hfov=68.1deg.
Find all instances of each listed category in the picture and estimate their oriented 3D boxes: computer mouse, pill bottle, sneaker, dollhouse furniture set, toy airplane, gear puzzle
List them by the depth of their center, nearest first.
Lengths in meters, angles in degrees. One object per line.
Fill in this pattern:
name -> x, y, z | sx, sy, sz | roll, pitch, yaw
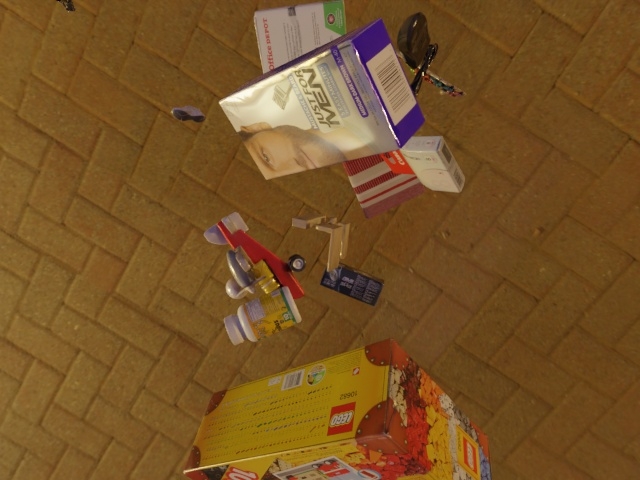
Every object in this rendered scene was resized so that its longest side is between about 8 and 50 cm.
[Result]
computer mouse -> 0.233, -0.481, 1.261 | 0.060, 0.262, 0.184 | 27, 100, 21
dollhouse furniture set -> 0.000, 0.000, 1.390 | 0.151, 0.144, 0.123 | 13, 107, 27
pill bottle -> -0.172, 0.227, 1.399 | 0.209, 0.117, 0.117 | -23, 100, -6
gear puzzle -> 0.330, -0.579, 1.618 | 0.339, 0.176, 0.044 | 44, 116, 28
toy airplane -> -0.274, 0.083, 1.750 | 0.384, 0.386, 0.272 | 33, 87, 38
sneaker -> -0.559, -0.535, 1.983 | 0.054, 0.152, 0.061 | -41, 66, 33

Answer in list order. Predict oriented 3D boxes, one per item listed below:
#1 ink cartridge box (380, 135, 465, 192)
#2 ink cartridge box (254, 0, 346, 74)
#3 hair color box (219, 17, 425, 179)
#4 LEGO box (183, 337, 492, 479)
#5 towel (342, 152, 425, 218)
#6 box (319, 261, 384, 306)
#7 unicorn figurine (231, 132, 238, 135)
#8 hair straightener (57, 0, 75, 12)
ink cartridge box -> 0.256, -0.209, 1.299 | 0.233, 0.189, 0.066 | 5, 66, 39
ink cartridge box -> -0.057, -0.675, 1.585 | 0.290, 0.121, 0.211 | -4, 120, 5
hair color box -> -0.010, -0.232, 0.847 | 0.339, 0.110, 0.185 | -4, 125, 46
LEGO box -> 0.035, 0.441, 0.982 | 0.501, 0.193, 0.372 | -26, 121, 31
towel -> 0.215, -0.240, 1.627 | 0.237, 0.037, 0.329 | -26, 132, 3
box -> 0.101, 0.130, 1.469 | 0.180, 0.147, 0.077 | 22, 93, 9
unicorn figurine -> -0.154, -0.303, 1.251 | 0.162, 0.060, 0.111 | -51, 53, 26
hair straightener -> -0.564, -0.537, 1.017 | 0.047, 0.230, 0.088 | -20, 119, -31
